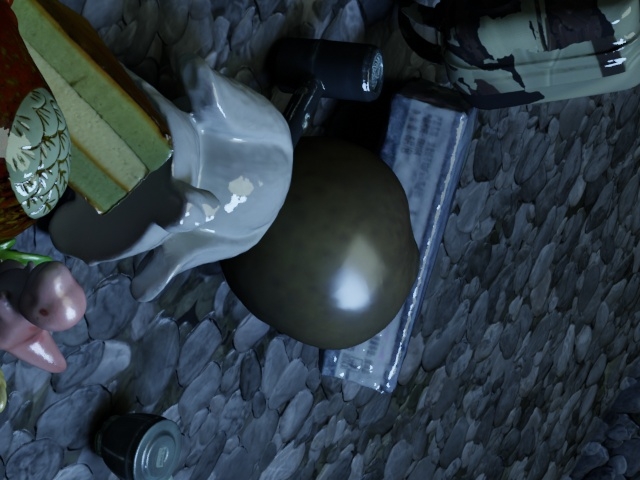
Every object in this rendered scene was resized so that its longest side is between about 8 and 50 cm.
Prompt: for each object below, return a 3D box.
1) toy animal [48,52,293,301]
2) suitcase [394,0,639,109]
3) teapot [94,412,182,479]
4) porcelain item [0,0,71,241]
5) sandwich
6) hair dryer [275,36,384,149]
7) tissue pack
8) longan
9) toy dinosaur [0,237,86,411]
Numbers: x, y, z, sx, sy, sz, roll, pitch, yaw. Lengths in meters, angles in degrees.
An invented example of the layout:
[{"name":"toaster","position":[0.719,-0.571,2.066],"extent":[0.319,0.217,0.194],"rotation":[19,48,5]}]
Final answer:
[{"name":"toy animal","position":[-0.139,-0.068,1.871],"extent":[0.265,0.206,0.271],"rotation":[2,106,-56]},{"name":"suitcase","position":[0.262,-0.336,2.244],"extent":[0.194,0.339,0.351],"rotation":[66,20,-50]},{"name":"teapot","position":[-0.227,0.262,2.076],"extent":[0.092,0.091,0.124],"rotation":[-29,128,-48]},{"name":"porcelain item","position":[-0.316,-0.123,1.489],"extent":[0.253,0.253,0.253],"rotation":[-39,141,-41]},{"name":"sandwich","position":[-0.250,-0.133,1.628],"extent":[0.117,0.187,0.144],"rotation":[-41,161,13]},{"name":"hair dryer","position":[-0.012,-0.162,2.046],"extent":[0.219,0.124,0.071],"rotation":[-62,152,-43]},{"name":"tissue pack","position":[0.109,-0.016,2.341],"extent":[0.288,0.124,0.394],"rotation":[-45,152,-77]},{"name":"longan","position":[0.000,0.000,2.098],"extent":[0.258,0.258,0.258],"rotation":[-39,141,-41]},{"name":"toy dinosaur","position":[-0.291,0.064,1.731],"extent":[0.152,0.177,0.194],"rotation":[-39,143,-40]}]
